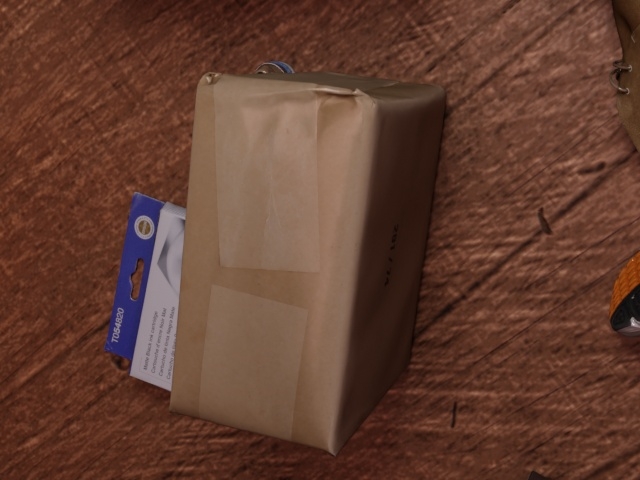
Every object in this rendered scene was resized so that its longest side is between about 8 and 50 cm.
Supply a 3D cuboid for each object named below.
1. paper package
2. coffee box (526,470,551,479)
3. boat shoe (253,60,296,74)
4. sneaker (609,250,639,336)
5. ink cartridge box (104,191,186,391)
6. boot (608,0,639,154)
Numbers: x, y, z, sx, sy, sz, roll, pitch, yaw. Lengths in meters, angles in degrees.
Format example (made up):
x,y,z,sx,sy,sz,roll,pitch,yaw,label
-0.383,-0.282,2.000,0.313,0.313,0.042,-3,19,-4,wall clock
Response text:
x,y,z,sx,sy,sz,roll,pitch,yaw,label
0.000,0.000,0.997,0.168,0.309,0.324,10,103,18,paper package
0.202,0.418,1.070,0.119,0.168,0.297,27,109,16,coffee box
-0.062,-0.108,1.137,0.066,0.066,0.183,0,100,22,boat shoe
0.401,0.039,0.963,0.121,0.099,0.262,36,132,-22,sneaker
-0.161,0.076,1.223,0.224,0.045,0.223,18,106,19,ink cartridge box
0.310,-0.175,0.958,0.115,0.112,0.305,-32,89,34,boot
